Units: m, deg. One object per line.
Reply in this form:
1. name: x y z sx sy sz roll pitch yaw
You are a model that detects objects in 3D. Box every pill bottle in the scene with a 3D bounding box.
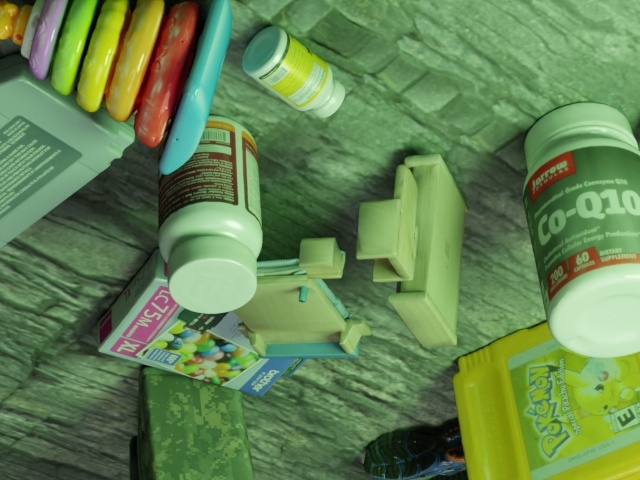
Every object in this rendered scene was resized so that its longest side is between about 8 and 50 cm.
1. pill bottle: -0.129 -0.031 1.673 0.121 0.221 0.121 -3 140 -3
2. pill bottle: -0.028 -0.187 1.621 0.065 0.065 0.116 -32 133 28
3. pill bottle: 0.327 -0.018 1.691 0.161 0.283 0.161 -3 140 -2

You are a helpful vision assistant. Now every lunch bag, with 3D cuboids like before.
1. lunch bag: -0.195 0.356 2.113 0.169 0.235 0.287 -2 139 -11

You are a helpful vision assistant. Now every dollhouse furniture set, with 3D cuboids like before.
1. dollhouse furniture set: 0.000 0.000 1.763 0.303 0.198 0.286 -4 151 21

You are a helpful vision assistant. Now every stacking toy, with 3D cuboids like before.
1. stacking toy: -0.256 -0.209 1.525 0.302 0.166 0.175 17 146 -8

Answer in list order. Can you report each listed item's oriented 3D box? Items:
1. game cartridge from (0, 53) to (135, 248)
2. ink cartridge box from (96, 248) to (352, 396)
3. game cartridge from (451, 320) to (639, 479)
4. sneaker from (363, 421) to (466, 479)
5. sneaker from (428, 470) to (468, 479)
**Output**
1. game cartridge: -0.391 -0.098 1.697 0.297 0.062 0.198 -32 129 29
2. ink cartridge box: -0.131 0.126 1.987 0.311 0.065 0.186 17 135 -27
3. game cartridge: 0.342 0.231 1.988 0.324 0.285 0.053 -25 137 21
4. sneaker: 0.178 0.346 2.268 0.221 0.083 0.087 -10 148 10
5. sneaker: 0.292 0.428 2.350 0.319 0.112 0.131 -25 133 24
